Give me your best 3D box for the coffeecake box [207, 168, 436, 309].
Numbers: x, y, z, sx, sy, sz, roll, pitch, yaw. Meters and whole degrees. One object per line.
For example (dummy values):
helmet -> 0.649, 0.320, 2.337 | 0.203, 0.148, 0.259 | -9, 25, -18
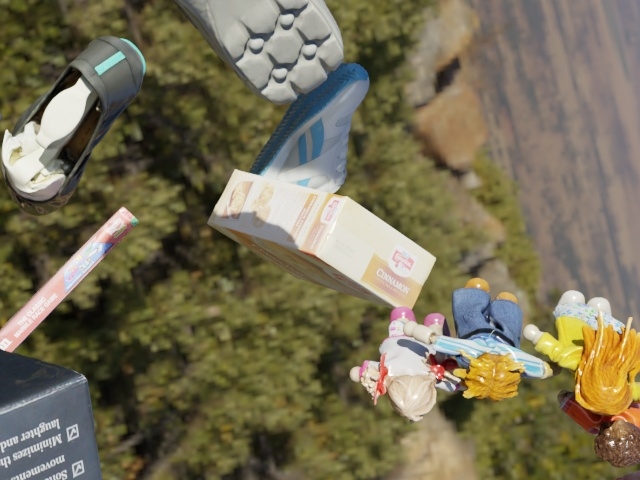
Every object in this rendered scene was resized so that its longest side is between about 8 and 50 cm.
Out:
coffeecake box -> 0.000, 0.000, 1.506 | 0.142, 0.185, 0.068 | 33, 79, -39

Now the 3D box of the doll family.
doll family -> 0.161, 0.089, 1.173 | 0.163, 0.263, 0.118 | -79, -179, -67

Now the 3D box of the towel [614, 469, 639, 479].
towel -> 0.501, 0.225, 1.544 | 0.237, 0.329, 0.037 | 3, -71, 66

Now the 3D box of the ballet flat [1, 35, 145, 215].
ballet flat -> -0.288, -0.112, 1.591 | 0.095, 0.280, 0.096 | 42, 38, 3

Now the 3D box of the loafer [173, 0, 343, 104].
loafer -> -0.083, -0.217, 1.000 | 0.111, 0.112, 0.319 | 55, -2, 40

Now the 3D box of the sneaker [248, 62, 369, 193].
sneaker -> -0.002, -0.116, 1.776 | 0.092, 0.228, 0.087 | 27, 33, -17

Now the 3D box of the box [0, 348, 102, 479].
box -> -0.335, 0.316, 1.201 | 0.293, 0.212, 0.395 | -19, 110, -43

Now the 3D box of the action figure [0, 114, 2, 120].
action figure -> -0.433, -0.111, 1.457 | 0.341, 0.178, 0.330 | -84, 161, -73

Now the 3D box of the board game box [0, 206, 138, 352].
board game box -> -0.302, 0.076, 1.572 | 0.027, 0.281, 0.145 | 45, -10, -7
